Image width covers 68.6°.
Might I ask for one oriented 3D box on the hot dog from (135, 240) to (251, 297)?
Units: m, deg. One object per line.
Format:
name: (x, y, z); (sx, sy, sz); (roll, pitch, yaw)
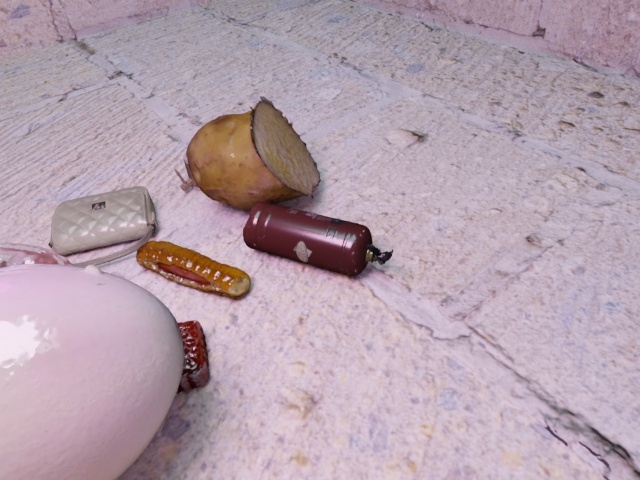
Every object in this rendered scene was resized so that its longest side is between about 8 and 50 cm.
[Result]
hot dog: (-0.282, 0.056, 1.024); (0.289, 0.068, 0.083); (15, 39, 22)

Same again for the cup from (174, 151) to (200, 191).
cup: (-0.345, -0.193, 1.281); (0.102, 0.099, 0.074); (-17, 43, -14)

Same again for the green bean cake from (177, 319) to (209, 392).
green bean cake: (-0.276, 0.214, 0.855); (0.136, 0.056, 0.135); (-14, 44, -10)

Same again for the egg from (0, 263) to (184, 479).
egg: (-0.361, 0.190, 0.656); (0.340, 0.354, 0.354); (-20, 44, -9)

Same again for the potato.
potato: (-0.181, -0.179, 1.164); (0.237, 0.288, 0.301); (-28, 26, 23)

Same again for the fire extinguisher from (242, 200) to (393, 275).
fire extinguisher: (0.000, 0.000, 1.010); (0.337, 0.135, 0.114); (14, 81, 20)

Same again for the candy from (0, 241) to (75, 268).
candy: (-0.598, 0.116, 0.891); (0.290, 0.157, 0.214); (5, 70, -15)

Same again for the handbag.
handbag: (-0.527, -0.028, 1.137); (0.256, 0.079, 0.219); (-14, 46, -7)
